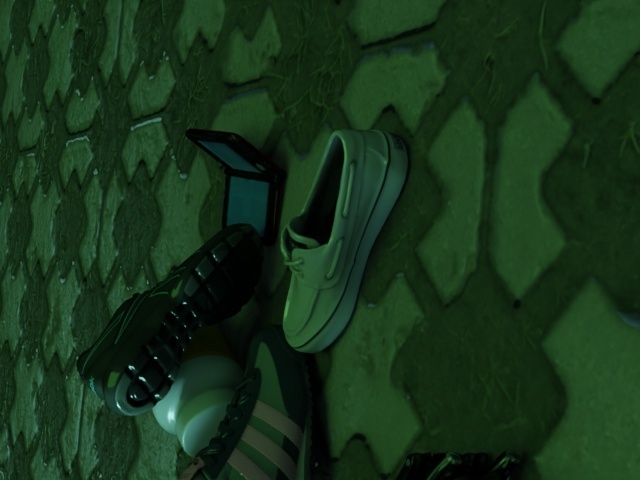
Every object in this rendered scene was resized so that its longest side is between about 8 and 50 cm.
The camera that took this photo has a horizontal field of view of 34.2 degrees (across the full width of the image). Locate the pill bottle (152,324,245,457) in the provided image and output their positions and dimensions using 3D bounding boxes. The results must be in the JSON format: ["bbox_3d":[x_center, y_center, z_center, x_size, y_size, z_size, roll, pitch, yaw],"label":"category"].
[{"bbox_3d":[-0.157,0.163,1.254,0.208,0.118,0.117,53,128,48],"label":"pill bottle"}]

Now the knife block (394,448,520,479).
[{"bbox_3d":[0.094,0.303,0.844,0.242,0.088,0.275,-6,79,59],"label":"knife block"}]

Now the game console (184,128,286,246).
[{"bbox_3d":[-0.111,-0.067,1.264,0.085,0.124,0.144,-58,30,-11],"label":"game console"}]

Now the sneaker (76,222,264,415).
[{"bbox_3d":[-0.173,0.073,1.190,0.106,0.101,0.267,18,57,42],"label":"sneaker"}]

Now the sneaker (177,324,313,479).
[{"bbox_3d":[-0.084,0.224,1.083,0.112,0.131,0.319,127,150,-51],"label":"sneaker"}]

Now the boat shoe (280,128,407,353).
[{"bbox_3d":[0.000,0.000,1.062,0.095,0.084,0.258,47,123,51],"label":"boat shoe"}]
